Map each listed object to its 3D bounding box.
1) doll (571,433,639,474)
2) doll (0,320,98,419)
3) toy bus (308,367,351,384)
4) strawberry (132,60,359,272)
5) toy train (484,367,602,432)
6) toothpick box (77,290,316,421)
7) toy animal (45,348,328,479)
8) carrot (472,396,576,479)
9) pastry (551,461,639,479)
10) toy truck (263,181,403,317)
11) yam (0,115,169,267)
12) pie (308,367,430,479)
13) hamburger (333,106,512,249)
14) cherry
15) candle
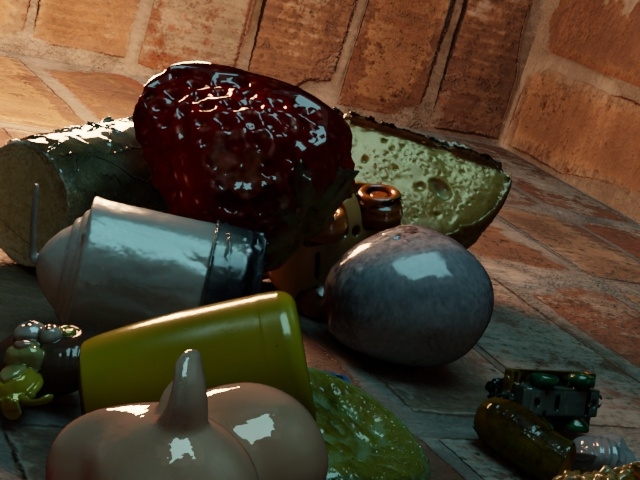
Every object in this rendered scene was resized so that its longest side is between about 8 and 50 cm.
[{"bbox_3d":[0.382,0.310,1.965,0.180,0.079,0.094,10,-14,37],"label":"doll"},{"bbox_3d":[-0.338,0.153,1.665,0.145,0.096,0.188,-12,19,1],"label":"doll"},{"bbox_3d":[-0.001,0.208,1.948,0.083,0.046,0.038,13,15,-18],"label":"toy bus"},{"bbox_3d":[-0.140,-0.125,2.122,0.345,0.317,0.295,39,-11,18],"label":"strawberry"},{"bbox_3d":[0.340,0.242,2.107,0.227,0.091,0.136,5,2,-34],"label":"toy train"},{"bbox_3d":[-0.150,0.164,1.599,0.271,0.175,0.175,-10,18,-2],"label":"toothpick box"},{"bbox_3d":[-0.121,0.245,1.369,0.326,0.237,0.269,-19,-9,-36],"label":"toy animal"},{"bbox_3d":[0.293,0.285,1.932,0.082,0.082,0.173,0,23,-47],"label":"carrot"},{"bbox_3d":[0.378,0.360,1.557,0.315,0.184,0.284,13,16,-15],"label":"pastry"},{"bbox_3d":[0.000,0.000,2.353,0.288,0.204,0.211,-20,34,-38],"label":"toy truck"},{"bbox_3d":[-0.358,-0.081,2.202,0.241,0.241,0.348,26,23,30],"label":"yam"},{"bbox_3d":[-0.001,0.254,1.756,0.323,0.071,0.323,18,18,-6],"label":"pie"},{"bbox_3d":[0.115,-0.047,2.595,0.445,0.287,0.268,18,-29,-10],"label":"hamburger"},{"bbox_3d":[0.147,0.092,2.200,0.296,0.218,0.255,-10,41,-29],"label":"cherry"},{"bbox_3d":[-0.246,0.061,1.889,0.342,0.221,0.221,11,16,-6],"label":"candle"}]
